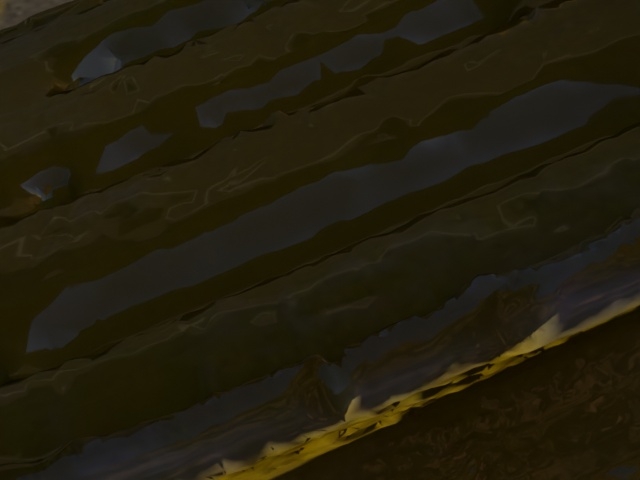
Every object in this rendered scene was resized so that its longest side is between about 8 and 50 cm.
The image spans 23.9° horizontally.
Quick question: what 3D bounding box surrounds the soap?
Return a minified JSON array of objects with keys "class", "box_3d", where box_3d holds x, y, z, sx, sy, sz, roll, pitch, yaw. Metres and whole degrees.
[{"class":"soap","box_3d":[0.000,0.000,0.490,0.335,0.293,0.156,-23,119,-2]}]
